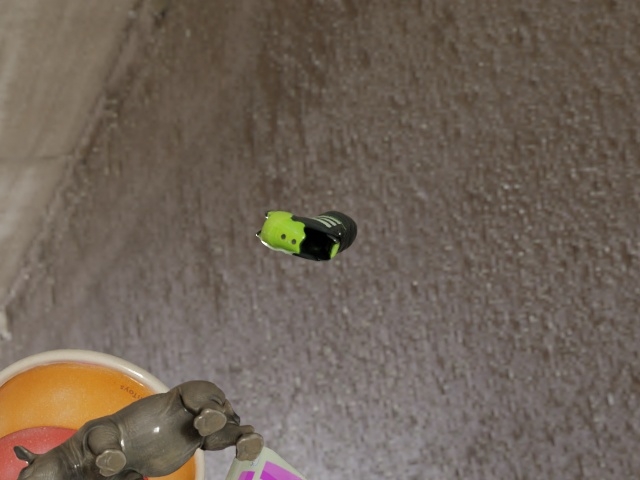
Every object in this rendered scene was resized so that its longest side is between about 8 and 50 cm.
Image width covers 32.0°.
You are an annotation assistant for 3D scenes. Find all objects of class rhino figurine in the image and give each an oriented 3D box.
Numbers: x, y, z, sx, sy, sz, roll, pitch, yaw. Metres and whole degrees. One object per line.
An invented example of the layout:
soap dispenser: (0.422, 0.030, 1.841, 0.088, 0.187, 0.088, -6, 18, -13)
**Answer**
rhino figurine: (-0.180, 0.189, 0.988, 0.106, 0.243, 0.073, -148, 42, -67)

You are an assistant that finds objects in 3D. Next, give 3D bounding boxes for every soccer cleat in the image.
soccer cleat: (0.000, 0.000, 1.275, 0.072, 0.179, 0.060, 28, 104, 30)

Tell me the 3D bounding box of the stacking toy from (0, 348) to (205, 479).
stacking toy: (-0.360, 0.390, 1.434, 0.480, 0.350, 0.351, -75, -6, -65)

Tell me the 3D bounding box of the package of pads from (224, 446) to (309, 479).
package of pads: (-0.050, 0.500, 1.747, 0.101, 0.296, 0.229, -21, 36, 44)
